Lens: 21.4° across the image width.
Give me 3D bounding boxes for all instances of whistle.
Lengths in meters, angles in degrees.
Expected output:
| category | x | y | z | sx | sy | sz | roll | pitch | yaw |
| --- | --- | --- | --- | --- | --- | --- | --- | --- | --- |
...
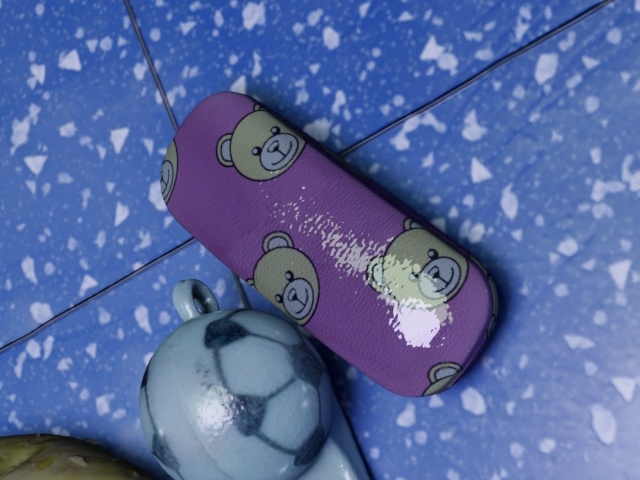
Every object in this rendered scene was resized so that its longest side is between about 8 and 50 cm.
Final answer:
| category | x | y | z | sx | sy | sz | roll | pitch | yaw |
| --- | --- | --- | --- | --- | --- | --- | --- | --- | --- |
| whistle | -0.050 | 0.158 | 1.303 | 0.163 | 0.163 | 0.289 | -31 | 73 | 23 |

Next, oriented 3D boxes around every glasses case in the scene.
| category | x | y | z | sx | sy | sz | roll | pitch | yaw |
| --- | --- | --- | --- | --- | --- | --- | --- | --- | --- |
| glasses case | 0.000 | 0.000 | 1.331 | 0.316 | 0.076 | 0.123 | 37 | 103 | 25 |

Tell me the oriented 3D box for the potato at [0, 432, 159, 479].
| category | x | y | z | sx | sy | sz | roll | pitch | yaw |
| --- | --- | --- | --- | --- | --- | --- | --- | --- | --- |
| potato | -0.220 | 0.254 | 1.385 | 0.296 | 0.141 | 0.191 | 24 | 66 | 36 |
